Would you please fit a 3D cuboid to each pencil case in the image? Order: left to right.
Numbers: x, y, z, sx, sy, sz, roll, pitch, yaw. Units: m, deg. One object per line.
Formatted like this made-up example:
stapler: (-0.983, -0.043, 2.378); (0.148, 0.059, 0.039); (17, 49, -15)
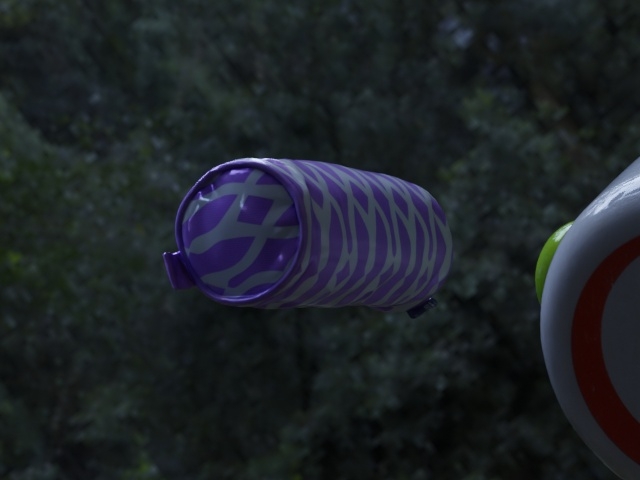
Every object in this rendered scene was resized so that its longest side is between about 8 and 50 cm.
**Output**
pencil case: (0.000, 0.000, 1.050); (0.088, 0.086, 0.206); (-22, -15, 25)

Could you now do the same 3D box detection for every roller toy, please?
roller toy: (0.218, 0.037, 0.946); (0.209, 0.191, 0.146); (-45, -5, 34)
